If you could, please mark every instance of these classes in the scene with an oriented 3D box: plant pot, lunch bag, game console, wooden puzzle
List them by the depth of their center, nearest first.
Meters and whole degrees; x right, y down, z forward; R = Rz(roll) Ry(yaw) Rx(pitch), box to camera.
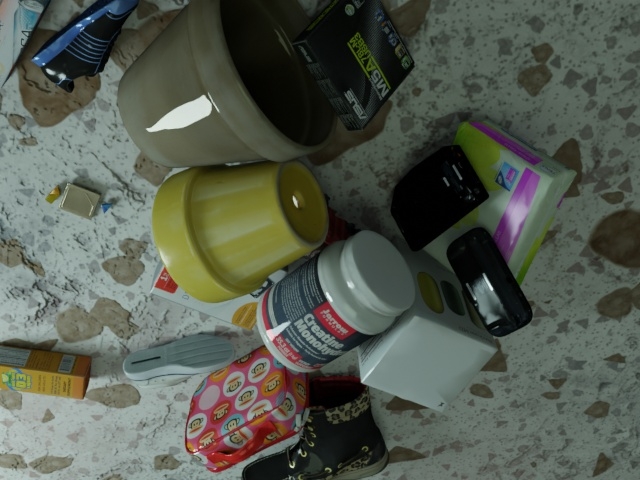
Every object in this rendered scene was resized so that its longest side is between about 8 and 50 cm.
[{"bbox_3d":[-0.171,-0.254,1.265,0.280,0.323,0.323,-18,125,30],"label":"plant pot"},{"bbox_3d":[-0.126,-0.036,1.347,0.239,0.254,0.254,-18,125,29],"label":"plant pot"},{"bbox_3d":[0.264,0.014,1.421,0.044,0.361,0.213,-17,164,-37],"label":"game console"},{"bbox_3d":[-0.481,-0.080,1.512,0.116,0.014,0.078,28,123,-20],"label":"wooden puzzle"},{"bbox_3d":[-0.165,0.382,1.693,0.293,0.258,0.120,-30,120,17],"label":"lunch bag"}]

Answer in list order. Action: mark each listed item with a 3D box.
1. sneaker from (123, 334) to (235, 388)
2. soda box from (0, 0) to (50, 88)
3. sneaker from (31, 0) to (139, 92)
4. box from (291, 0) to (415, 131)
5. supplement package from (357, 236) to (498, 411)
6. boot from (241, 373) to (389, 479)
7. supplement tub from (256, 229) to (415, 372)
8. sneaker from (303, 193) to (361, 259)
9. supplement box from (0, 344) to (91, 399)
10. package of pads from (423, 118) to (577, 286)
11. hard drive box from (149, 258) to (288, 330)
[{"bbox_3d":[-0.315,0.280,1.730,0.258,0.094,0.091,-8,142,7],"label":"sneaker"},{"bbox_3d":[-0.532,-0.352,1.297,0.063,0.058,0.183,30,118,-21],"label":"soda box"},{"bbox_3d":[-0.386,-0.344,1.303,0.232,0.081,0.090,-27,124,23],"label":"sneaker"},{"bbox_3d":[0.062,-0.317,1.294,0.045,0.184,0.190,3,137,48],"label":"box"},{"bbox_3d":[0.203,0.170,1.566,0.199,0.262,0.198,23,120,-18],"label":"supplement package"},{"bbox_3d":[-0.029,0.478,1.838,0.377,0.138,0.284,-11,125,-1],"label":"boot"},{"bbox_3d":[0.026,0.119,1.453,0.191,0.191,0.272,37,127,-24],"label":"supplement tub"},{"bbox_3d":[0.000,0.000,1.545,0.135,0.097,0.276,-18,135,29],"label":"sneaker"},{"bbox_3d":[-0.646,0.298,1.720,0.233,0.080,0.078,10,121,-7],"label":"supplement box"},{"bbox_3d":[0.317,-0.059,1.445,0.101,0.229,0.296,-14,133,-40],"label":"package of pads"},{"bbox_3d":[-0.209,0.064,1.578,0.232,0.089,0.181,23,119,-17],"label":"hard drive box"}]
